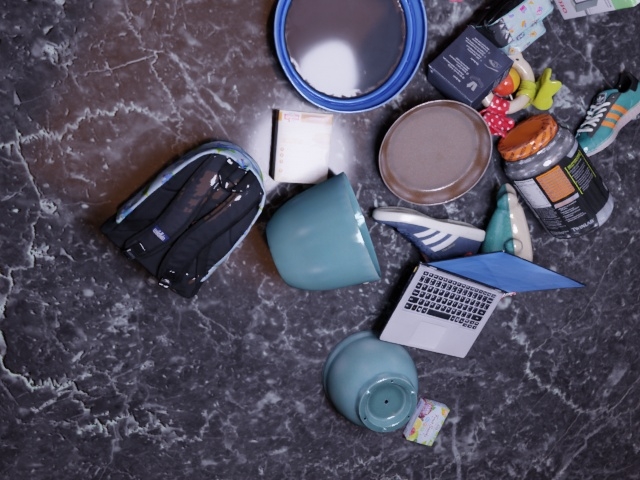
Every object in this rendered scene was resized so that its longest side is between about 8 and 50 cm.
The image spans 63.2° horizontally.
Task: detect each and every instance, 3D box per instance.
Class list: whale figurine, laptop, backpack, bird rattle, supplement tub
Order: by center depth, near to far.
[{"bbox_3d":[-0.299,-0.084,1.288,0.290,0.273,0.356,41,114,-17],"label":"backpack"},{"bbox_3d":[0.515,-0.586,1.380,0.188,0.166,0.144,-45,111,4],"label":"backpack"},{"bbox_3d":[0.445,0.201,1.465,0.382,0.236,0.407,19,105,-32],"label":"laptop"},{"bbox_3d":[0.524,-0.417,1.475,0.254,0.143,0.206,-28,97,8],"label":"bird rattle"},{"bbox_3d":[0.671,-0.183,1.499,0.207,0.207,0.338,-42,110,0],"label":"supplement tub"},{"bbox_3d":[0.534,-0.025,1.524,0.141,0.216,0.271,-9,117,19],"label":"whale figurine"}]

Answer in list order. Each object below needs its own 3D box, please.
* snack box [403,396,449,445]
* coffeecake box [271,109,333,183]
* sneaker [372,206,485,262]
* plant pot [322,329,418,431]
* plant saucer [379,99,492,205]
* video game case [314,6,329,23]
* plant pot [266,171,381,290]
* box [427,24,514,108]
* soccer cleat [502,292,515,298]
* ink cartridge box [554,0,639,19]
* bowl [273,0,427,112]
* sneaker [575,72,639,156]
[{"bbox_3d":[0.347,0.595,1.709,0.100,0.037,0.141,21,98,-19],"label":"snack box"},{"bbox_3d":[-0.050,-0.248,1.382,0.143,0.068,0.185,2,103,-14],"label":"coffeecake box"},{"bbox_3d":[0.303,0.001,1.500,0.351,0.131,0.148,13,103,-14],"label":"sneaker"},{"bbox_3d":[0.170,0.439,1.544,0.294,0.196,0.292,-3,105,-13],"label":"plant pot"},{"bbox_3d":[0.314,-0.242,1.441,0.311,0.050,0.310,-1,122,-2],"label":"plant saucer"},{"bbox_3d":[0.072,-0.623,1.343,0.143,0.019,0.157,15,101,-16],"label":"video game case"},{"bbox_3d":[0.000,0.000,1.353,0.235,0.293,0.292,-20,108,8],"label":"plant pot"},{"bbox_3d":[0.397,-0.454,1.392,0.158,0.093,0.156,-44,78,0],"label":"box"},{"bbox_3d":[0.596,0.160,1.663,0.083,0.029,0.035,-24,112,-2],"label":"soccer cleat"},{"bbox_3d":[0.713,-0.701,1.343,0.115,0.273,0.198,-38,109,1],"label":"ink cartridge box"},{"bbox_3d":[0.073,-0.524,1.320,0.392,0.077,0.390,-4,110,-10],"label":"bowl"},{"bbox_3d":[0.838,-0.373,1.549,0.302,0.108,0.121,-44,109,-8],"label":"sneaker"}]
